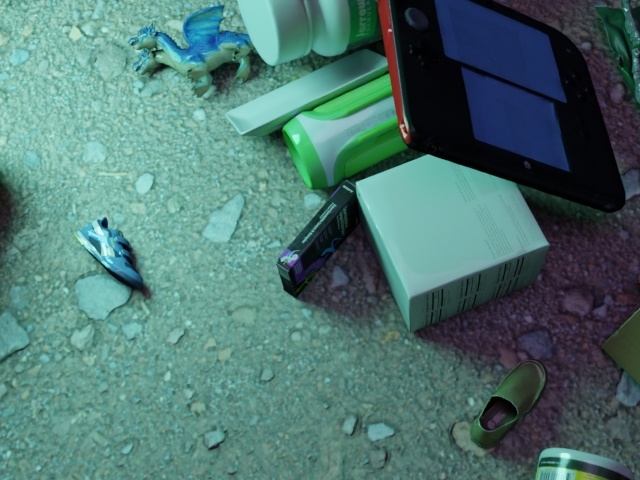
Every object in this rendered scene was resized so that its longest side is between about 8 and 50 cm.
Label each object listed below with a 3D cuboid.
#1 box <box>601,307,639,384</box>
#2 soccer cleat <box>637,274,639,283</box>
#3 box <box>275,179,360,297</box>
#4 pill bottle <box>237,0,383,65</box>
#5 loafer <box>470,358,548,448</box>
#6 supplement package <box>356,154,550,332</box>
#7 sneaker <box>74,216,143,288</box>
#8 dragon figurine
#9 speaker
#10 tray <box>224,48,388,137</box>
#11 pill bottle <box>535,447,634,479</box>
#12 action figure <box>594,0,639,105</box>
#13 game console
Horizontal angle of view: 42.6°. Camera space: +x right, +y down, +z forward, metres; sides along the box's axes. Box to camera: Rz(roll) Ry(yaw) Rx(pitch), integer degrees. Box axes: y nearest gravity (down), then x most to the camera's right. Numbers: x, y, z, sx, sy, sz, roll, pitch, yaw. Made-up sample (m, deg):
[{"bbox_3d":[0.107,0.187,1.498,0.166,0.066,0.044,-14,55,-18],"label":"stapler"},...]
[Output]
[{"bbox_3d":[0.504,0.157,1.086,0.201,0.021,0.164,47,114,22],"label":"box"},{"bbox_3d":[0.574,0.130,1.110,0.116,0.108,0.318,-41,71,13],"label":"soccer cleat"},{"bbox_3d":[0.000,0.000,1.205,0.029,0.116,0.162,34,74,17],"label":"box"},{"bbox_3d":[0.059,-0.416,1.311,0.360,0.204,0.204,-23,65,-14],"label":"pill bottle"},{"bbox_3d":[0.261,0.220,1.116,0.056,0.050,0.148,35,74,19],"label":"loafer"},{"bbox_3d":[0.182,-0.008,1.171,0.203,0.149,0.194,-21,65,-4],"label":"supplement package"},{"bbox_3d":[-0.317,0.017,1.265,0.144,0.053,0.059,41,74,19],"label":"sneaker"},{"bbox_3d":[-0.183,-0.337,1.391,0.289,0.085,0.144,-25,66,-4],"label":"dragon figurine"},{"bbox_3d":[0.096,-0.189,1.274,0.296,0.131,0.131,-26,66,-6],"label":"speaker"},{"bbox_3d":[-0.018,-0.235,1.330,0.270,0.030,0.145,-26,25,-6],"label":"tray"},{"bbox_3d":[0.310,0.373,1.006,0.119,0.119,0.209,14,69,11],"label":"pill bottle"},{"bbox_3d":[0.531,-0.289,1.314,0.137,0.063,0.232,-5,69,0],"label":"action figure"},{"bbox_3d":[0.261,-0.223,1.184,0.386,0.060,0.342,14,50,-25],"label":"game console"}]
